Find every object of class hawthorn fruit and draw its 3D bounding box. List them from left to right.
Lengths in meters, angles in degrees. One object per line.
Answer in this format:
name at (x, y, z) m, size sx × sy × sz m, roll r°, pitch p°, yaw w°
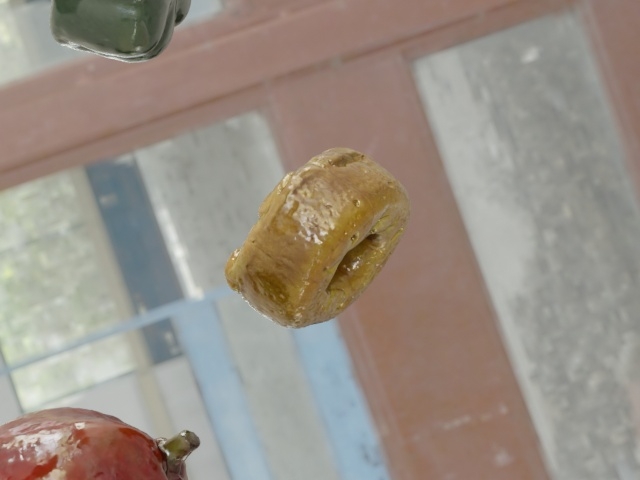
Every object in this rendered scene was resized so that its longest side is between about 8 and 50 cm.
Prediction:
hawthorn fruit at (-0.256, 0.288, 1.792) m, size 0.265 × 0.307 × 0.265 m, roll 47°, pitch -170°, yaw -11°

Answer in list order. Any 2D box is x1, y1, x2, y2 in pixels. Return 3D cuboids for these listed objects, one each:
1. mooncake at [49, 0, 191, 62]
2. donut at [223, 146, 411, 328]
mooncake at (-0.174, -0.243, 1.567) m, size 0.168 × 0.104 × 0.175 m, roll 81°, pitch -155°, yaw -62°
donut at (0.000, -0.002, 1.933) m, size 0.114 × 0.226 × 0.226 m, roll 40°, pitch 160°, yaw 20°
